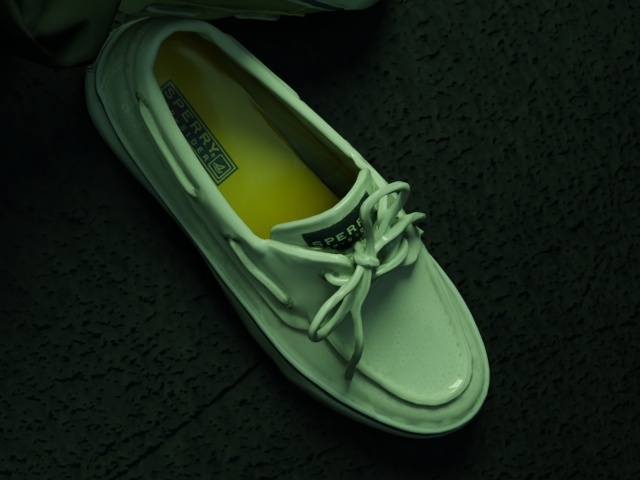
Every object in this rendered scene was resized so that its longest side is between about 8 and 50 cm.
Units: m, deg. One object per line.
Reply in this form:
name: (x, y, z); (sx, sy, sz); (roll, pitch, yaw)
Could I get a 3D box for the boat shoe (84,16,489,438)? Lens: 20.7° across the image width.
boat shoe: (0.005, -0.007, 1.146); (0.136, 0.156, 0.367); (-44, 105, -17)

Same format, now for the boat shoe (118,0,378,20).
boat shoe: (-0.042, -0.191, 1.111); (0.302, 0.094, 0.109); (-11, 81, -64)

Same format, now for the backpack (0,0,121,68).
backpack: (-0.289, -0.255, 0.939); (0.273, 0.355, 0.290); (23, 76, -60)
